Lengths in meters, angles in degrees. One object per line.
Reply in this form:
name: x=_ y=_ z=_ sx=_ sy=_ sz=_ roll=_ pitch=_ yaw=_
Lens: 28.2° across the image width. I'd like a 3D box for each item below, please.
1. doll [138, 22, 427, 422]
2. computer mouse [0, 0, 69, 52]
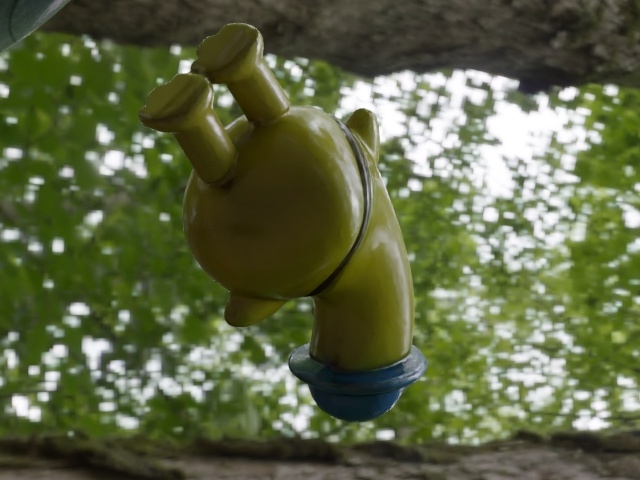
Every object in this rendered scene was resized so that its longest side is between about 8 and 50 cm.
doll: x=0.000 y=0.000 z=0.979 sx=0.199 sy=0.363 sz=0.145 roll=-47 pitch=-139 yaw=-18
computer mouse: x=-0.192 y=-0.183 z=0.744 sx=0.379 sy=0.167 sz=0.090 roll=-30 pitch=-114 yaw=21
